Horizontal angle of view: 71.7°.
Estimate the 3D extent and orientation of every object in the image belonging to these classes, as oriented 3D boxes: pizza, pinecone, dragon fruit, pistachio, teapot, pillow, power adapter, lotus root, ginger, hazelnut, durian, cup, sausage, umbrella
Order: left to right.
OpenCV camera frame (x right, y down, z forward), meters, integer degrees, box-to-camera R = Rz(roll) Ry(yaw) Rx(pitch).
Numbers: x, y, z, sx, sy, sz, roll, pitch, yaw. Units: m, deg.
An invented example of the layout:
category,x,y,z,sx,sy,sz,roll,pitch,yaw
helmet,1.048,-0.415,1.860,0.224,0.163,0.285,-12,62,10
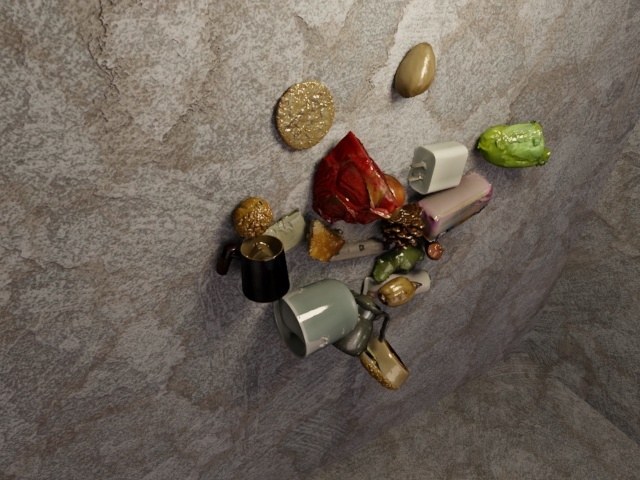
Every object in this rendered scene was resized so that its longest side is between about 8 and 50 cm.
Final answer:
category,x,y,z,sx,sy,sz,roll,pitch,yaw
cup,-0.225,0.098,1.484,0.239,0.166,0.177,-10,129,-13
pillow,-0.152,-0.005,1.588,0.230,0.050,0.148,-32,130,-10
cup,-0.025,0.320,1.823,0.275,0.259,0.356,-20,163,-26
pizza,0.000,0.000,1.655,0.226,0.069,0.147,25,102,-49
dragon fruit,0.117,-0.162,1.570,0.240,0.302,0.330,-9,154,-50
umbrella,0.160,0.038,1.854,0.337,0.067,0.073,-8,129,-34
teapot,0.190,0.369,1.994,0.305,0.223,0.285,32,94,-3
hazelnut,0.241,-0.169,1.687,0.182,0.182,0.182,-21,132,-25
lotus root,0.359,0.229,2.013,0.221,0.125,0.118,-21,169,-22
ginger,0.365,0.099,2.044,0.290,0.089,0.137,-20,127,-26
pinecone,0.343,-0.051,1.857,0.186,0.168,0.212,-8,145,4
pistachio,0.326,-0.570,1.496,0.108,0.126,0.185,-55,170,-74
power adapter,0.454,-0.292,1.791,0.255,0.124,0.187,-16,129,-30
sausage,0.513,0.043,2.013,0.079,0.087,0.326,-13,-178,12
durian,0.845,-0.424,1.934,0.340,0.204,0.256,-3,164,7

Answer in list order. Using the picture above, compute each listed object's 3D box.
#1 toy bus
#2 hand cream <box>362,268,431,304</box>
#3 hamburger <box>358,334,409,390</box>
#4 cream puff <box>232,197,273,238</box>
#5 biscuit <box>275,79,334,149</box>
category,x,y,z,sx,sy,sz,roll,pitch,yaw
toy bus,0.586,-0.159,1.938,0.386,0.171,0.162,-29,159,-18
hand cream,0.362,0.224,2.134,0.359,0.118,0.185,-10,126,-22
hamburger,0.317,0.627,2.266,0.170,0.302,0.302,-38,138,4
cream puff,-0.219,-0.067,1.446,0.144,0.103,0.126,-38,139,0
biscuit,-0.046,-0.390,1.387,0.220,0.033,0.219,-20,130,-26
